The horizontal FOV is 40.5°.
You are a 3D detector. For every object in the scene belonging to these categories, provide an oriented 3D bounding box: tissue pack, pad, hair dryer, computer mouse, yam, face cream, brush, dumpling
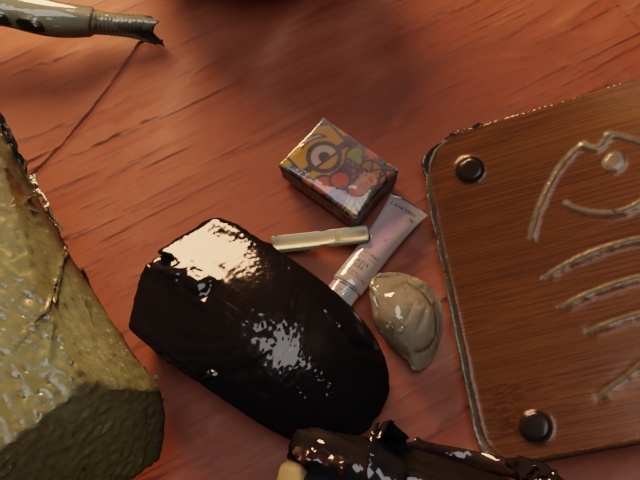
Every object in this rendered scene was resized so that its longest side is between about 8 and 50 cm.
[{"bbox_3d":[0.016,-0.057,0.743,0.083,0.035,0.063,38,73,13],"label":"tissue pack"},{"bbox_3d":[0.235,0.009,0.667,0.287,0.018,0.284,-15,67,16],"label":"pad"},{"bbox_3d":[-0.304,-0.174,0.747,0.267,0.092,0.229,21,46,8],"label":"hair dryer"},{"bbox_3d":[-0.046,0.071,0.671,0.217,0.073,0.122,33,72,15],"label":"computer mouse"},{"bbox_3d":[-0.242,0.073,0.609,0.202,0.201,0.271,-29,64,-32],"label":"yam"},{"bbox_3d":[0.044,0.009,0.723,0.038,0.020,0.115,32,68,17],"label":"face cream"},{"bbox_3d":[0.000,0.000,0.725,0.084,0.013,0.016,-8,61,9],"label":"brush"},{"bbox_3d":[0.072,0.059,0.692,0.059,0.043,0.077,-23,64,-32],"label":"dumpling"}]

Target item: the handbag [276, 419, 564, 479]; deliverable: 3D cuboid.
[{"bbox_3d":[0.079,0.221,0.552,0.254,0.181,0.181,16,76,7],"label":"handbag"}]
